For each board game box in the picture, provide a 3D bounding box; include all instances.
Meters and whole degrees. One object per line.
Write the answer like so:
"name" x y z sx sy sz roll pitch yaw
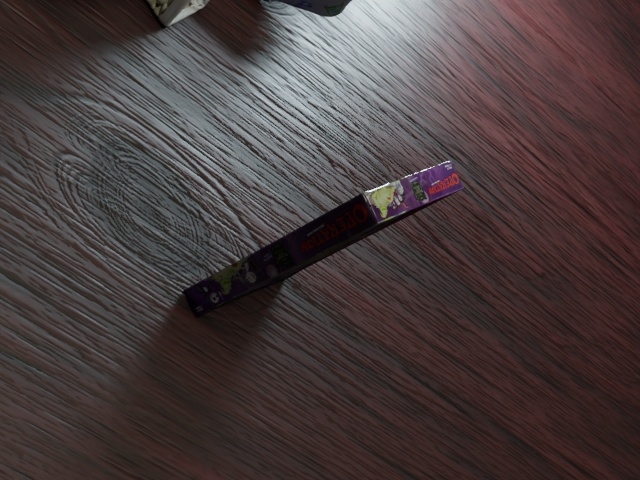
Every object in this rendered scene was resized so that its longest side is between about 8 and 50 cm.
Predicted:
"board game box" 0.000 0.000 1.480 0.208 0.347 0.056 -29 91 -50

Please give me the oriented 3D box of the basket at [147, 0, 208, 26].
"basket" -0.191 -0.418 1.674 0.103 0.167 0.113 51 40 -4

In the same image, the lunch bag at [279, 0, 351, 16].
"lunch bag" -0.023 -0.546 1.924 0.243 0.115 0.303 12 66 -23
